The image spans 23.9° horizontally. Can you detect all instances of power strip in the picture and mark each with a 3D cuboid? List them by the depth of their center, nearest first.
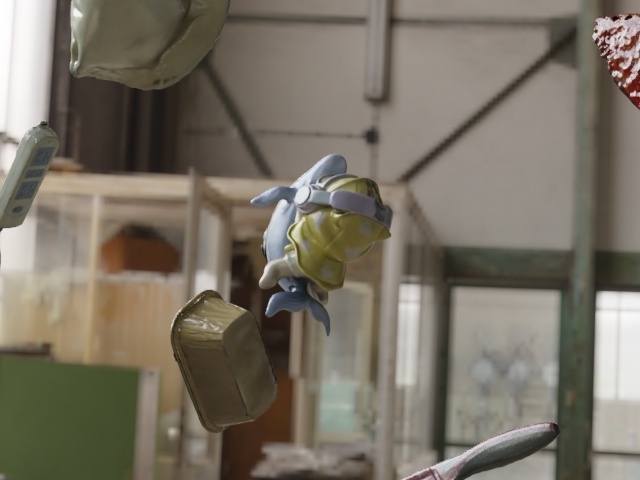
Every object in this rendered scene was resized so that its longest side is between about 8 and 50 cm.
[{"bbox_3d":[-0.396,-0.077,2.009,0.047,0.191,0.030,-9,46,-50],"label":"power strip"}]

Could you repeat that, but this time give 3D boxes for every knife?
[{"bbox_3d":[0.115,0.208,1.329,0.018,0.035,0.247,13,-34,-41],"label":"knife"}]

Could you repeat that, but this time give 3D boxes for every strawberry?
[{"bbox_3d":[0.403,-0.200,1.717,0.140,0.192,0.085,-1,-36,-21],"label":"strawberry"}]

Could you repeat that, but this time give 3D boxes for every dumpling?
[{"bbox_3d":[-0.138,-0.202,1.260,0.134,0.169,0.100,4,16,-15],"label":"dumpling"}]

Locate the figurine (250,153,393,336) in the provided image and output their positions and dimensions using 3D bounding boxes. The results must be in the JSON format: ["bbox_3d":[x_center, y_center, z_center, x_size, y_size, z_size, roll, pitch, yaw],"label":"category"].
[{"bbox_3d":[0.000,0.000,1.751,0.128,0.209,0.183,19,-16,-36],"label":"figurine"}]

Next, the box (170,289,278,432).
[{"bbox_3d":[-0.122,0.151,1.861,0.111,0.177,0.111,-15,23,7],"label":"box"}]
